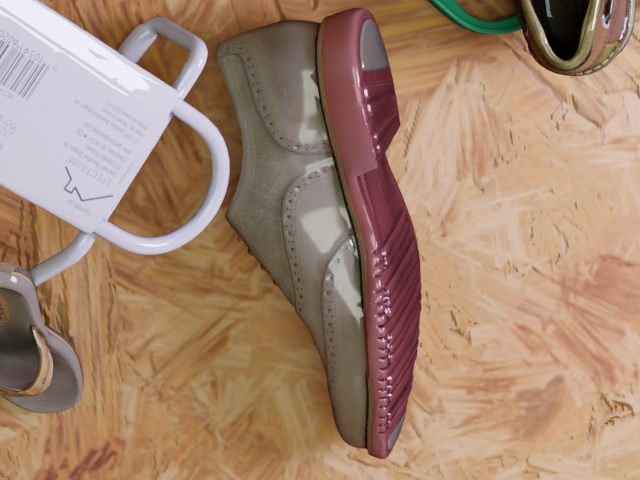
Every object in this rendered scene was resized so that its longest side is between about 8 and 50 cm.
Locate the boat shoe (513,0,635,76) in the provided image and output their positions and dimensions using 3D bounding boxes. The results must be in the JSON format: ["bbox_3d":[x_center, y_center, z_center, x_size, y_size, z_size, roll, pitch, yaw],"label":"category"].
[{"bbox_3d":[0.173,-0.271,1.157,0.110,0.104,0.307,-10,98,21],"label":"boat shoe"}]

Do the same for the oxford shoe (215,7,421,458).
[{"bbox_3d":[0.000,0.000,1.230,0.130,0.123,0.348,-3,105,16],"label":"oxford shoe"}]

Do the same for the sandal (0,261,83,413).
[{"bbox_3d":[-0.221,0.082,1.180,0.072,0.049,0.180,-9,143,1],"label":"sandal"}]

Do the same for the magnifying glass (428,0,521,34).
[{"bbox_3d":[0.070,-0.217,1.227,0.231,0.026,0.092,11,99,-15],"label":"magnifying glass"}]

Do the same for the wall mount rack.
[{"bbox_3d":[-0.243,-0.067,1.109,0.350,0.130,0.304,33,90,-41],"label":"wall mount rack"}]
